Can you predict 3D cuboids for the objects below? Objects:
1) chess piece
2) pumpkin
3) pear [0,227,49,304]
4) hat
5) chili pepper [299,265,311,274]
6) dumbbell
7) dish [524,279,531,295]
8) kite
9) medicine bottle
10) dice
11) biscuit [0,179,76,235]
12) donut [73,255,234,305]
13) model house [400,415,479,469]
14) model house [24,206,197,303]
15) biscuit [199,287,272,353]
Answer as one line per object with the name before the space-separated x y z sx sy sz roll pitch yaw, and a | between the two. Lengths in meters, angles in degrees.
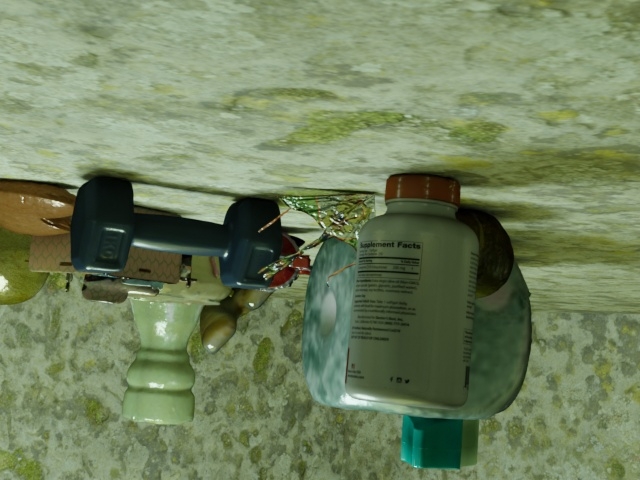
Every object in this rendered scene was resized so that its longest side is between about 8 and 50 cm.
chess piece | -0.406 0.246 2.633 0.234 0.441 0.234 5 175 0
pumpkin | 0.189 0.033 1.563 0.219 0.162 0.219 3 169 1
pear | -0.656 0.038 2.103 0.229 0.188 0.211 -1 169 30
hat | -0.094 0.020 2.017 0.140 0.128 0.227 -17 -169 1
chili pepper | 0.009 0.081 2.689 0.178 0.027 0.045 1 177 33
dumbbell | -0.222 -0.008 1.578 0.316 0.156 0.143 8 143 -23
dish | 0.335 0.076 2.171 0.246 0.078 0.224 -1 171 38
kite | 0.000 0.000 1.512 0.198 0.006 0.244 39 125 -20
medicine bottle | 0.120 0.065 1.304 0.157 0.288 0.157 6 173 1
dice | 0.173 0.155 1.889 0.348 0.330 0.328 9 173 -20
biscuit | -0.479 -0.047 1.708 0.186 0.036 0.192 5 160 9
donut | -0.353 0.066 2.297 0.308 0.150 0.371 3 173 15
model house | 0.220 0.380 1.950 0.127 0.100 0.149 1 177 33
model house | -0.378 0.024 1.877 0.326 0.169 0.244 8 171 -13
biscuit | -0.200 0.142 2.425 0.062 0.237 0.290 44 -176 -12
